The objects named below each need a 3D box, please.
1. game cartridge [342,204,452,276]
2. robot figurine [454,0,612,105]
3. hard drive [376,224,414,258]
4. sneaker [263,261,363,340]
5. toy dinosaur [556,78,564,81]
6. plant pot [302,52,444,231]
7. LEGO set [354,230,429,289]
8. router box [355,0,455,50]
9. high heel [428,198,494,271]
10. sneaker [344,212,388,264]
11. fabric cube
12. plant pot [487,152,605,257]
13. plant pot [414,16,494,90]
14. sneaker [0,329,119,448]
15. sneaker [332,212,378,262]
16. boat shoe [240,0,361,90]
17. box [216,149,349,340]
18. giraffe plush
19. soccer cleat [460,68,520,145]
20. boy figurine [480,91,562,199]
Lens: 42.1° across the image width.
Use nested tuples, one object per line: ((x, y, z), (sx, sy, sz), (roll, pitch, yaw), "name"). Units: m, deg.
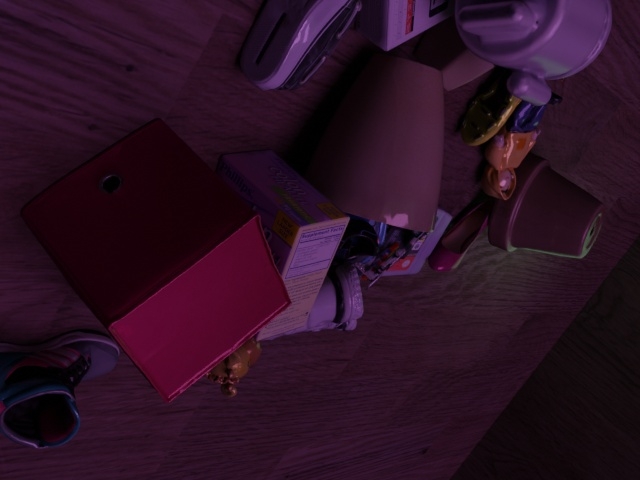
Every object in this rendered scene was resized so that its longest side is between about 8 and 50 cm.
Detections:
((0.184, -0.009, 1.913), (0.294, 0.060, 0.196), (-1, 123, -50), "game cartridge")
((0.362, -0.383, 1.401), (0.353, 0.200, 0.300), (0, 98, -52), "robot figurine")
((0.169, -0.004, 1.827), (0.135, 0.022, 0.094), (8, 119, -54), "hard drive")
((-0.032, 0.128, 1.717), (0.210, 0.137, 0.366), (-9, 171, -4), "sneaker")
((0.519, -0.488, 1.663), (0.218, 0.164, 0.322), (-28, 109, -49), "toy dinosaur")
((0.117, -0.182, 1.479), (0.256, 0.256, 0.274), (6, 102, -53), "plant pot")
((0.151, 0.018, 1.724), (0.182, 0.060, 0.244), (-44, 175, -6), "LEGO set")
((0.194, -0.510, 1.321), (0.301, 0.082, 0.335), (-33, 146, -23), "router box")
((0.352, -0.015, 2.056), (0.244, 0.082, 0.117), (-33, 157, -39), "high heel")
((0.076, -0.064, 1.699), (0.125, 0.104, 0.262), (2, 123, -29), "sneaker")
((-0.236, 0.031, 1.238), (0.254, 0.258, 0.259), (-37, 147, -15), "fabric cube")
((0.584, -0.066, 2.111), (0.263, 0.229, 0.263), (-40, 144, -39), "plant pot")
((0.241, -0.347, 1.555), (0.096, 0.109, 0.109), (-41, 151, 16), "plant pot")
((-0.415, 0.238, 1.327), (0.295, 0.178, 0.124), (-2, 127, -50), "sneaker")
((0.000, 0.000, 1.592), (0.232, 0.090, 0.081), (-7, 131, -16), "sneaker")
((0.005, -0.368, 1.242), (0.335, 0.121, 0.119), (-49, 159, 24), "boat shoe")
((-0.096, 0.006, 1.422), (0.117, 0.213, 0.243), (-12, 135, -45), "box")
((-0.186, 0.189, 1.562), (0.210, 0.170, 0.181), (-43, 149, -8), "giraffe plush")
((0.414, -0.320, 1.798), (0.121, 0.093, 0.289), (15, 112, -53), "soccer cleat")
((0.453, -0.225, 1.960), (0.177, 0.092, 0.285), (-9, 129, -48), "boy figurine")
